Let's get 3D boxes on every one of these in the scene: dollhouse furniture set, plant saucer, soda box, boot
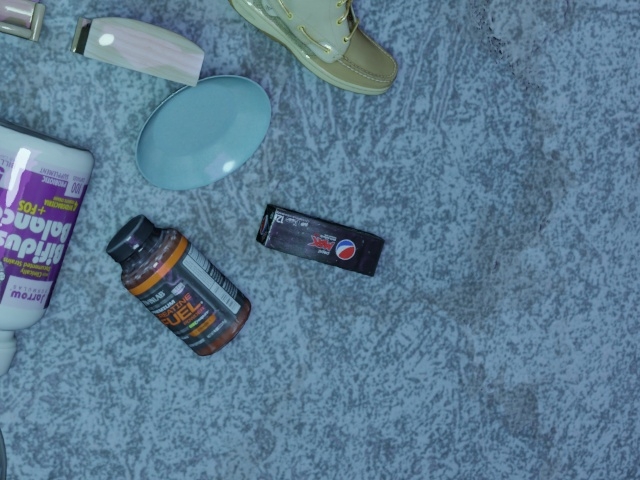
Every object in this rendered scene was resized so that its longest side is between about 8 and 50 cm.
[{"bbox_3d":[-0.240,-0.367,1.432,0.286,0.198,0.303,14,95,-19],"label":"dollhouse furniture set"},{"bbox_3d":[-0.158,-0.149,1.544,0.195,0.037,0.195,-23,146,-17],"label":"plant saucer"},{"bbox_3d":[0.000,0.000,1.646,0.169,0.053,0.060,16,96,-18],"label":"soda box"},{"bbox_3d":[0.033,-0.316,1.524,0.262,0.095,0.203,34,134,-15],"label":"boot"}]

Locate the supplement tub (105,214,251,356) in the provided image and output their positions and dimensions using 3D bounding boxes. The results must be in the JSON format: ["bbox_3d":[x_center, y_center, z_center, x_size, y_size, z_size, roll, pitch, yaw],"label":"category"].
[{"bbox_3d":[-0.192,0.057,1.573,0.106,0.106,0.198,-46,108,-4],"label":"supplement tub"}]

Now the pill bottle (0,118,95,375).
[{"bbox_3d":[-0.403,0.008,1.467,0.169,0.169,0.301,17,95,-19],"label":"pill bottle"}]

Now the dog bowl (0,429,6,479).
[{"bbox_3d":[-0.578,0.312,1.506,0.349,0.102,0.348,-3,100,-15],"label":"dog bowl"}]
